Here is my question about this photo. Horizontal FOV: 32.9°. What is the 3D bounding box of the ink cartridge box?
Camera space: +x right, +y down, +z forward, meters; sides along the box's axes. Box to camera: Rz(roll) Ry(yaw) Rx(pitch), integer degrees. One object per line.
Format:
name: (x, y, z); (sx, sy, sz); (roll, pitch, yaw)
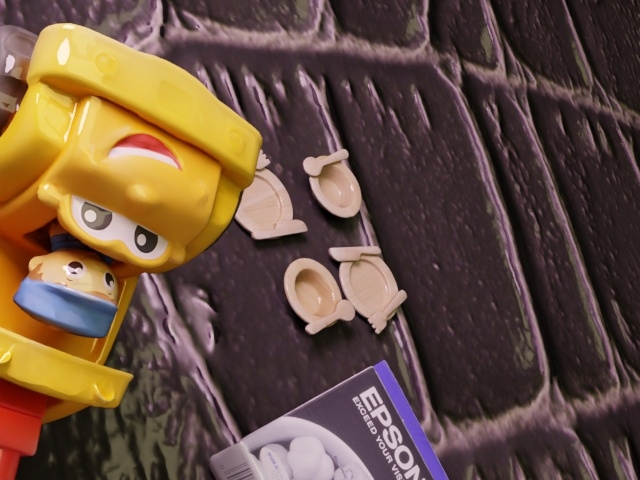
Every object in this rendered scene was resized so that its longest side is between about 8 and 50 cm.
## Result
ink cartridge box: (0.047, 0.197, 0.747); (0.208, 0.045, 0.206); (-22, 82, -51)

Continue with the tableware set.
tableware set: (0.000, 0.000, 0.843); (0.141, 0.020, 0.169); (-17, 78, -49)

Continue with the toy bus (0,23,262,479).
toy bus: (-0.149, 0.029, 0.529); (0.149, 0.220, 0.212); (30, 53, -36)
